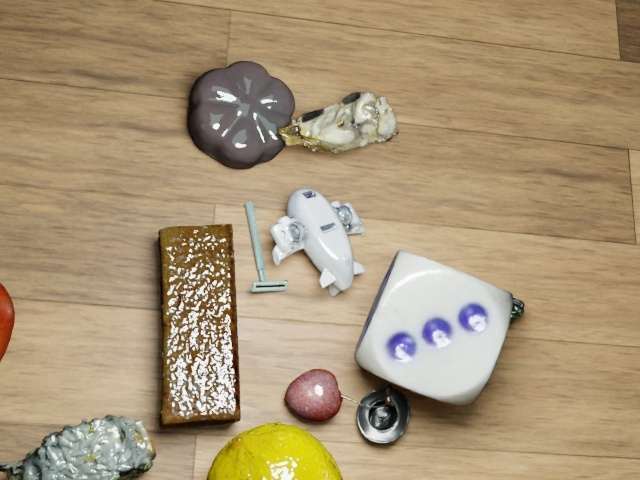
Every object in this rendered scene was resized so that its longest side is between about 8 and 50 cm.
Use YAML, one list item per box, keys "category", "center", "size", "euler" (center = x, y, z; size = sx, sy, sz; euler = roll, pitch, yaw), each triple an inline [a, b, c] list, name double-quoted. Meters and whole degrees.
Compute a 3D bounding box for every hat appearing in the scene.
- category: "hat"
  center: [0.130, 0.364, 1.832]
  size: [0.121, 0.050, 0.121]
  euler: [1, 76, -5]

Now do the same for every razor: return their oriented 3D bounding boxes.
- category: "razor"
  center: [-0.136, 0.013, 1.914]
  size: [0.084, 0.036, 0.211]
  euler: [1, 63, -35]

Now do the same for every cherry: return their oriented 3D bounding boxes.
- category: "cherry"
  center: [0.035, 0.309, 1.802]
  size: [0.226, 0.090, 0.106]
  euler: [-9, 63, 0]

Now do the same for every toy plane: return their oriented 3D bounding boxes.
- category: "toy plane"
  center: [0.000, 0.000, 1.901]
  size: [0.245, 0.117, 0.244]
  euler: [12, 58, -20]

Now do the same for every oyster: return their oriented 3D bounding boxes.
- category: "oyster"
  center: [0.038, -0.259, 1.977]
  size: [0.345, 0.079, 0.128]
  euler: [-18, 93, -37]

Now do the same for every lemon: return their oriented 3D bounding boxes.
- category: "lemon"
  center: [-0.077, 0.488, 1.646]
  size: [0.258, 0.258, 0.310]
  euler: [-31, 96, -18]

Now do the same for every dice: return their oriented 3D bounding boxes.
- category: "dice"
  center: [0.227, 0.174, 1.780]
  size: [0.259, 0.243, 0.251]
  euler: [22, 92, 0]

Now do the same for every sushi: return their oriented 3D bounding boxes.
- category: "sushi"
  center: [-0.447, 0.417, 1.634]
  size: [0.274, 0.184, 0.139]
  euler: [-24, 76, -16]

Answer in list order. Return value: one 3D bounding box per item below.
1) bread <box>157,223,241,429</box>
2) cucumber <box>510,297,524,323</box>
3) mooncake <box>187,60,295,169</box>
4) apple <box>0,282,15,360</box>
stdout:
- category: "bread"
  center: [-0.248, 0.170, 1.795]
  size: [0.165, 0.113, 0.416]
  euler: [0, 70, -11]
- category: "cucumber"
  center: [0.310, 0.128, 1.932]
  size: [0.266, 0.077, 0.077]
  euler: [15, 70, -6]
- category: "mooncake"
  center: [-0.177, -0.281, 1.954]
  size: [0.245, 0.133, 0.244]
  euler: [3, 78, -15]
- category: "apple"
  center: [-0.710, 0.161, 1.658]
  size: [0.261, 0.216, 0.260]
  euler: [4, 72, -13]
